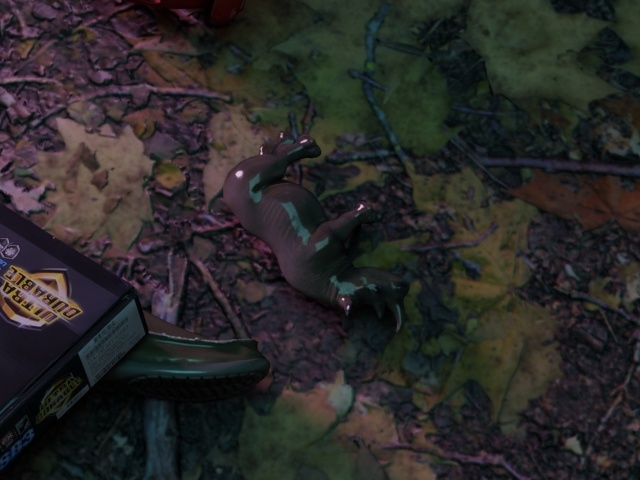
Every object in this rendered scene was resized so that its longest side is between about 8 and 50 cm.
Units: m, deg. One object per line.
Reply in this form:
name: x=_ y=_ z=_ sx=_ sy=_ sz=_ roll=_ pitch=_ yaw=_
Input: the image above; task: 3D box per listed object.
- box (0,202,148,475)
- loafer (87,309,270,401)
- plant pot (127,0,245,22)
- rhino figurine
box: x=-0.359 y=0.092 z=1.391 sx=0.295 sy=0.073 sz=0.293 roll=30 pitch=58 yaw=29
loafer: x=-0.172 y=0.098 z=1.453 sx=0.251 sy=0.094 sz=0.087 roll=3 pitch=70 yaw=-2
plant pot: x=-0.141 y=-0.324 z=1.586 sx=0.174 sy=0.191 sz=0.191 roll=20 pitch=67 yaw=-6
rhino figurine: x=0.000 y=0.000 z=1.519 sx=0.106 sy=0.073 sz=0.243 roll=-35 pitch=75 yaw=-21
